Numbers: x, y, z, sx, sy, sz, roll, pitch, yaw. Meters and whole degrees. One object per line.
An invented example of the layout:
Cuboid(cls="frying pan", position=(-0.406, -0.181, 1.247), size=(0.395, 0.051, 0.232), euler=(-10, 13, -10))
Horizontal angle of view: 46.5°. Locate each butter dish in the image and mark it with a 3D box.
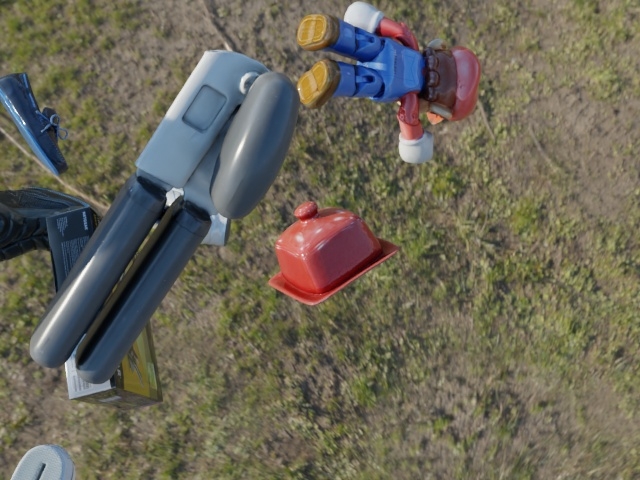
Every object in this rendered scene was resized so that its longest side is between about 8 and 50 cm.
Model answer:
Cuboid(cls="butter dish", position=(0.000, 0.000, 1.056), size=(0.160, 0.118, 0.160), euler=(-32, 22, -19))

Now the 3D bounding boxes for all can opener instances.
Cuboid(cls="can opener", position=(-0.113, -0.006, 0.534), size=(0.283, 0.076, 0.095), euler=(-55, 29, 11))

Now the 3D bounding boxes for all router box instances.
Cuboid(cls="router box", position=(-0.367, 0.127, 1.285), size=(0.081, 0.243, 0.308), euler=(-14, 72, 1))

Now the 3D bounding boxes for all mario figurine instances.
Cuboid(cls="mario figurine", position=(0.101, -0.239, 1.140), size=(0.170, 0.321, 0.198), euler=(48, 124, 48))

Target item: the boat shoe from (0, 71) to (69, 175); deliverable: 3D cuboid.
Cuboid(cls="boat shoe", position=(-0.613, -0.264, 1.622), size=(0.089, 0.109, 0.258), euler=(-32, 88, -22))

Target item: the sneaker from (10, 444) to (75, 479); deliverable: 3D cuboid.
Cuboid(cls="sneaker", position=(-0.377, 0.384, 0.926), size=(0.094, 0.091, 0.258), euler=(23, 69, 12))

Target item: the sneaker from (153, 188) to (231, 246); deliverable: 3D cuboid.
Cuboid(cls="sneaker", position=(-0.271, -0.077, 1.375), size=(0.129, 0.111, 0.297), euler=(-6, 25, -30))

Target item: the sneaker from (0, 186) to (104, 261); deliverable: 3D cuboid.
Cuboid(cls="sneaker", position=(-0.574, -0.037, 1.384), size=(0.140, 0.341, 0.125), euler=(43, 118, 46))
